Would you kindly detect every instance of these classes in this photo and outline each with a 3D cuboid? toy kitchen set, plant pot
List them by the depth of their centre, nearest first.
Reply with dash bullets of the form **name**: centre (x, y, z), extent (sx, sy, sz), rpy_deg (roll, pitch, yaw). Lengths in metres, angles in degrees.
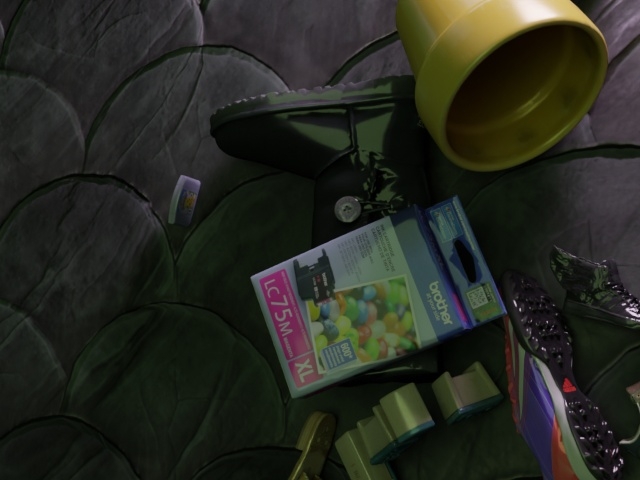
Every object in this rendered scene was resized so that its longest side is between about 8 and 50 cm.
- **plant pot**: centre (0.223, -0.265, 1.384), extent (0.254, 0.254, 0.239), rpy_deg (-41, 52, 16)
- **toy kitchen set**: centre (0.149, 0.284, 1.432), extent (0.122, 0.166, 0.207), rpy_deg (64, 147, 20)

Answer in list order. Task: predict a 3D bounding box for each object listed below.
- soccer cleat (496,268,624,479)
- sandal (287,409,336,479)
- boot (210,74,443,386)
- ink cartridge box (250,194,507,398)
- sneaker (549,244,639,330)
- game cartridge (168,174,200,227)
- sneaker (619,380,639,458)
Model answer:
- **soccer cleat**: centre (0.291, 0.193, 1.353), extent (0.116, 0.109, 0.318), rpy_deg (-39, 61, 40)
- **sandal**: centre (-0.007, 0.376, 1.482), extent (0.079, 0.088, 0.240), rpy_deg (13, 83, 34)
- **boot**: centre (0.002, 0.000, 1.516), extent (0.367, 0.146, 0.444), rpy_deg (-7, 84, 28)
- **ink cartridge box**: centre (0.074, 0.076, 1.367), extent (0.311, 0.065, 0.185), rpy_deg (-23, 77, 14)
- **sneaker**: centre (0.386, 0.065, 1.346), extent (0.170, 0.051, 0.089), rpy_deg (12, 93, 32)
- **game cartridge**: centre (-0.229, -0.065, 1.682), extent (0.017, 0.056, 0.083), rpy_deg (14, 89, 29)
- **sneaker**: centre (0.437, 0.194, 1.291), extent (0.086, 0.064, 0.192), rpy_deg (12, 91, 23)
